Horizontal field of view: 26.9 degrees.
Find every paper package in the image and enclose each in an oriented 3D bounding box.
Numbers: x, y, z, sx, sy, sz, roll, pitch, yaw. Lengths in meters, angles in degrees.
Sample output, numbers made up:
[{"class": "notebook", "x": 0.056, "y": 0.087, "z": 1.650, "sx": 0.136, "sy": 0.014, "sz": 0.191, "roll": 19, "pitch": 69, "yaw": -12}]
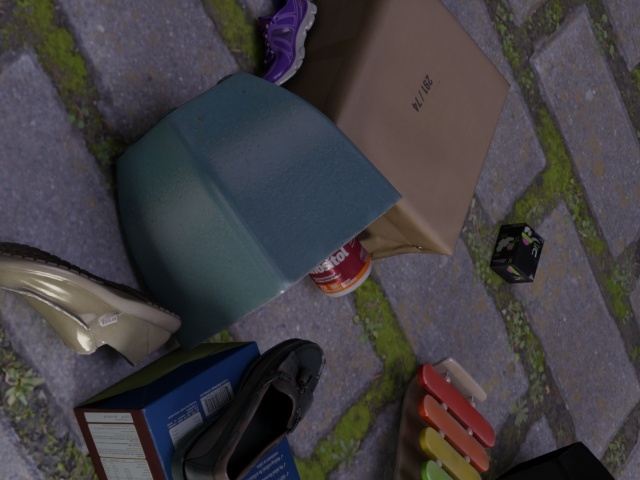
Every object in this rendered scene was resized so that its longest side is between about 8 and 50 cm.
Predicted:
[{"class": "paper package", "x": 0.098, "y": -0.181, "z": 1.931, "sx": 0.309, "sy": 0.168, "sz": 0.325, "roll": 42, "pitch": 57, "yaw": -35}]

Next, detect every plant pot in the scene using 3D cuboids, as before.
[{"class": "plant pot", "x": 0.377, "y": 0.429, "z": 2.144, "sx": 0.188, "sy": 0.187, "sz": 0.167, "roll": -13, "pitch": 78, "yaw": -60}, {"class": "plant pot", "x": -0.107, "y": -0.055, "z": 1.661, "sx": 0.252, "sy": 0.248, "sz": 0.247, "roll": 54, "pitch": 49, "yaw": -3}]

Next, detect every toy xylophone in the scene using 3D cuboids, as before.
[{"class": "toy xylophone", "x": 0.195, "y": 0.343, "z": 1.999, "sx": 0.236, "sy": 0.081, "sz": 0.322, "roll": 39, "pitch": 41, "yaw": -39}]

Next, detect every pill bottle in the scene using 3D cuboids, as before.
[{"class": "pill bottle", "x": 0.000, "y": 0.000, "z": 1.868, "sx": 0.152, "sy": 0.086, "sz": 0.086, "roll": 53, "pitch": 52, "yaw": -28}]

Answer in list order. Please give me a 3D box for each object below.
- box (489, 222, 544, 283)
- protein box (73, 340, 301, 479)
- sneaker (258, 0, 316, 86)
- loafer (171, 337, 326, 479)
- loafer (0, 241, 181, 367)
[{"class": "box", "x": 0.328, "y": 0.022, "z": 2.232, "sx": 0.062, "sy": 0.052, "sz": 0.083, "roll": 38, "pitch": 61, "yaw": -36}, {"class": "protein box", "x": -0.158, "y": 0.254, "z": 1.642, "sx": 0.200, "sy": 0.136, "sz": 0.201, "roll": -29, "pitch": 107, "yaw": -44}, {"class": "sneaker", "x": -0.062, "y": -0.275, "z": 1.861, "sx": 0.071, "sy": 0.068, "sz": 0.170, "roll": 29, "pitch": 56, "yaw": -24}, {"class": "loafer", "x": -0.063, "y": 0.210, "z": 1.584, "sx": 0.267, "sy": 0.084, "sz": 0.096, "roll": -44, "pitch": 116, "yaw": -40}, {"class": "loafer", "x": -0.282, "y": 0.081, "z": 1.555, "sx": 0.268, "sy": 0.102, "sz": 0.092, "roll": 26, "pitch": 88, "yaw": -36}]
